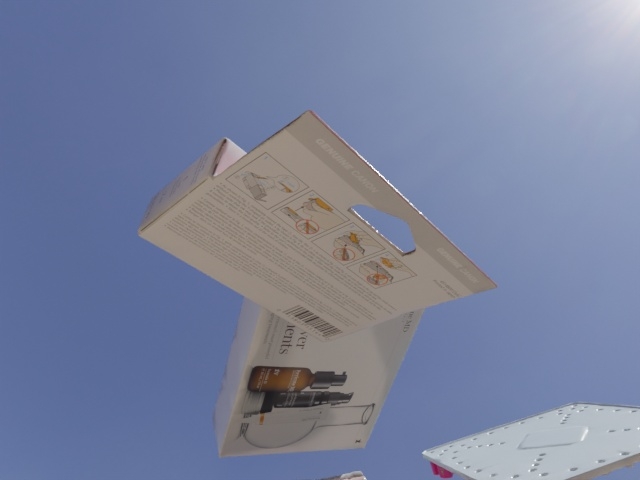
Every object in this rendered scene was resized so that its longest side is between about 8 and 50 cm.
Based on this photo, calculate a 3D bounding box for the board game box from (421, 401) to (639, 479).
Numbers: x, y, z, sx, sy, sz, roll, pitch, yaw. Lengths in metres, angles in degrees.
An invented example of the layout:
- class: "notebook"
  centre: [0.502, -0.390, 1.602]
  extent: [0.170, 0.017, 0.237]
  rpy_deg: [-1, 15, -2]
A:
- class: "board game box"
  centre: [0.425, 0.376, 0.829]
  extent: [0.389, 0.390, 0.051]
  rpy_deg: [-13, -104, -10]

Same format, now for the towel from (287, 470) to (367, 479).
- class: "towel"
  centre: [-0.078, 0.548, 0.744]
  extent: [0.316, 0.053, 0.332]
  rpy_deg: [2, -86, -19]

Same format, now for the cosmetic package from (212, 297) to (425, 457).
- class: "cosmetic package"
  centre: [-0.003, 0.194, 0.789]
  extent: [0.284, 0.097, 0.378]
  rpy_deg: [7, -66, -25]

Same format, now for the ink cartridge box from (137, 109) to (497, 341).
- class: "ink cartridge box"
  centre: [0.000, 0.000, 0.505]
  extent: [0.261, 0.066, 0.296]
  rpy_deg: [-26, -49, 36]
